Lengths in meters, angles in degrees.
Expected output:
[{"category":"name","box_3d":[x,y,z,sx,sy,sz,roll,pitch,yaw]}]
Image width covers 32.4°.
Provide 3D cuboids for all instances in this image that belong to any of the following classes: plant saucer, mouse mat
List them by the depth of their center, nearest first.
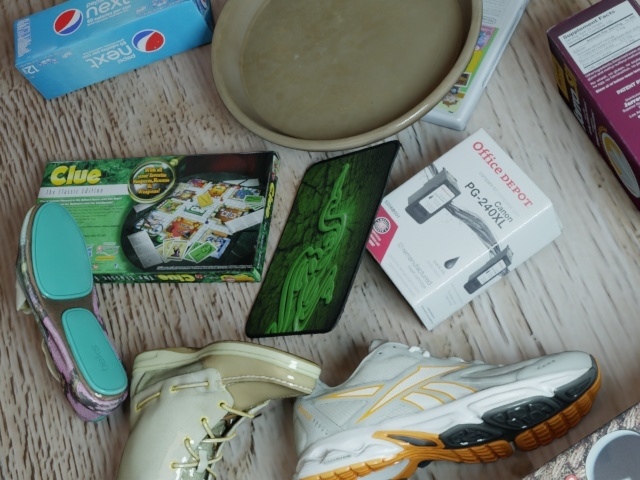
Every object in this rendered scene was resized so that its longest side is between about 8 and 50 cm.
[{"category":"mouse mat","box_3d":[0.000,0.000,0.992,0.153,0.007,0.189,-11,54,55]},{"category":"plant saucer","box_3d":[0.025,-0.203,1.091,0.278,0.041,0.277,-8,63,15]}]

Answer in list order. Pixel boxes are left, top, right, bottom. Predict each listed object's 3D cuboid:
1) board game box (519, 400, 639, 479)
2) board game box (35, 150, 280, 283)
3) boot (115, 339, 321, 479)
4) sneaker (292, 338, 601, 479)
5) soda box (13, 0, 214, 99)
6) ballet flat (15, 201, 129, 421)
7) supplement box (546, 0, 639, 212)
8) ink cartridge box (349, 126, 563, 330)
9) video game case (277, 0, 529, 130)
[{"category":"board game box","box_3d":[0.271,0.230,0.745,0.291,0.141,0.232,-34,58,0]},{"category":"board game box","box_3d":[-0.173,-0.022,1.103,0.260,0.030,0.136,-1,66,19]},{"category":"boot","box_3d":[-0.096,0.171,0.924,0.213,0.077,0.165,-10,60,41]},{"category":"sneaker","box_3d":[0.092,0.121,0.896,0.263,0.099,0.121,-19,55,8]},{"category":"soda box","box_3d":[-0.226,-0.230,1.204,0.210,0.071,0.067,-17,58,11]},{"category":"ballet flat","box_3d":[-0.247,0.072,1.044,0.079,0.077,0.221,-41,64,36]},{"category":"supplement box","box_3d":[0.276,-0.107,0.941,0.081,0.104,0.188,-28,57,5]},{"category":"ink cartridge box","box_3d":[0.120,-0.012,0.971,0.150,0.063,0.109,-37,57,0]},{"category":"video game case","box_3d":[0.088,-0.219,1.115,0.212,0.023,0.193,20,72,26]}]
